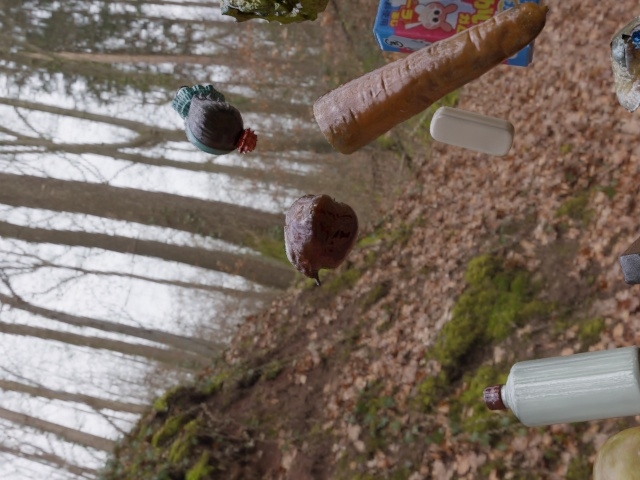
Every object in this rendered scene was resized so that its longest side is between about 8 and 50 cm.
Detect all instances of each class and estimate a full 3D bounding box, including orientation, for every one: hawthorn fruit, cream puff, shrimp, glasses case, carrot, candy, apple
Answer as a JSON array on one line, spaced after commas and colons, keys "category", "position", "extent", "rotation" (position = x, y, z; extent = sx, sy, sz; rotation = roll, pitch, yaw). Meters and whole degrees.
[{"category": "hawthorn fruit", "position": [0.000, 0.000, 2.020], "extent": [0.208, 0.208, 0.248], "rotation": [51, -134, -73]}, {"category": "cream puff", "position": [-0.110, -0.517, 1.466], "extent": [0.185, 0.281, 0.282], "rotation": [-62, -18, -21]}, {"category": "shrimp", "position": [0.811, -0.462, 1.878], "extent": [0.445, 0.109, 0.221], "rotation": [17, -113, -77]}, {"category": "glasses case", "position": [0.357, -0.257, 1.719], "extent": [0.083, 0.196, 0.050], "rotation": [94, -160, -44]}, {"category": "carrot", "position": [0.092, -0.140, 0.611], "extent": [0.061, 0.209, 0.061], "rotation": [34, -136, -41]}, {"category": "candy", "position": [0.269, -0.443, 1.419], "extent": [0.100, 0.305, 0.157], "rotation": [32, -110, -74]}, {"category": "apple", "position": [0.742, 0.559, 1.644], "extent": [0.264, 0.264, 0.265], "rotation": [12, -90, -77]}]

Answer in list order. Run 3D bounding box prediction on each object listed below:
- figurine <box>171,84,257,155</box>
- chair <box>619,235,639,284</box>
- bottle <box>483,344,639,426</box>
[{"category": "figurine", "position": [-0.228, -0.259, 1.522], "extent": [0.245, 0.137, 0.110], "rotation": [-127, 38, -50]}, {"category": "chair", "position": [0.465, 0.045, 0.748], "extent": [0.416, 0.240, 0.203], "rotation": [-20, -86, -62]}, {"category": "bottle", "position": [0.372, 0.228, 1.122], "extent": [0.104, 0.245, 0.104], "rotation": [33, -130, -49]}]
